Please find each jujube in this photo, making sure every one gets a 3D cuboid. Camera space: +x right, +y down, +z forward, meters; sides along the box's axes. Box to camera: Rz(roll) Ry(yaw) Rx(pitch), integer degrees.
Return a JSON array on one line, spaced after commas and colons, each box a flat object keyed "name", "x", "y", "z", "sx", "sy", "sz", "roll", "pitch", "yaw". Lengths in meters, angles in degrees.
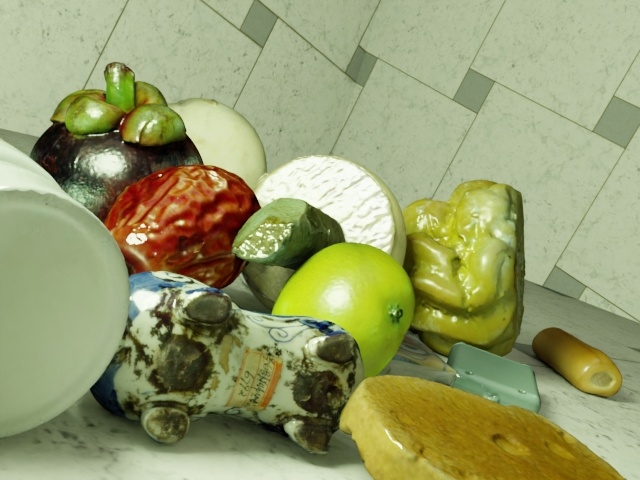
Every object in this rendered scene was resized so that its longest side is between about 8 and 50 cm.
[{"name": "jujube", "x": -0.192, "y": -0.005, "z": 1.136, "sx": 0.197, "sy": 0.197, "sz": 0.290, "roll": 19, "pitch": 26, "yaw": 17}]

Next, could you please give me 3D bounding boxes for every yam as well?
[{"name": "yam", "x": -0.044, "y": -0.008, "z": 1.111, "sx": 0.106, "sy": 0.106, "sz": 0.259, "roll": 19, "pitch": -1, "yaw": 17}]

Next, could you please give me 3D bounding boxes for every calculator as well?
[{"name": "calculator", "x": 0.251, "y": 0.205, "z": 1.210, "sx": 0.141, "sy": 0.045, "sz": 0.246, "roll": 18, "pitch": 7, "yaw": 9}]

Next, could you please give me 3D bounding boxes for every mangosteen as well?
[{"name": "mangosteen", "x": -0.324, "y": -0.114, "z": 1.339, "sx": 0.300, "sy": 0.300, "sz": 0.300, "roll": 17, "pitch": 7, "yaw": -2}]

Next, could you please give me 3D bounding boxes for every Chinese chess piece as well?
[{"name": "Chinese chess piece", "x": 0.000, "y": 0.000, "z": 1.287, "sx": 0.270, "sy": 0.270, "sz": 0.112, "roll": 19, "pitch": -7, "yaw": 16}]

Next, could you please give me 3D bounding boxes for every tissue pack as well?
[{"name": "tissue pack", "x": 0.103, "y": 0.164, "z": 1.109, "sx": 0.108, "sy": 0.060, "sz": 0.148, "roll": 16, "pitch": 7, "yaw": -17}]

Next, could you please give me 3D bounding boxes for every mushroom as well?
[{"name": "mushroom", "x": -0.262, "y": -0.126, "z": 1.757, "sx": 0.314, "sy": 0.315, "sz": 0.336, "roll": 17, "pitch": -18, "yaw": -3}]

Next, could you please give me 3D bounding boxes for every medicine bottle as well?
[{"name": "medicine bottle", "x": -0.328, "y": 0.002, "z": 0.704, "sx": 0.211, "sy": 0.211, "sz": 0.371, "roll": 11, "pitch": 9, "yaw": -41}]

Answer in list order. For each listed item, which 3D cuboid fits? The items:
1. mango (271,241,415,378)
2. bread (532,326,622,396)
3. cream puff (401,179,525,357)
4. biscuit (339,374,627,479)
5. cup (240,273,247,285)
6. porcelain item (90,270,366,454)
[{"name": "mango", "x": 0.023, "y": 0.085, "z": 1.036, "sx": 0.149, "sy": 0.185, "sz": 0.273, "roll": 39, "pitch": 3, "yaw": -10}, {"name": "bread", "x": 0.474, "y": 0.220, "z": 1.535, "sx": 0.092, "sy": 0.074, "sz": 0.239, "roll": 11, "pitch": 7, "yaw": -10}, {"name": "cream puff", "x": 0.228, "y": 0.046, "z": 1.436, "sx": 0.257, "sy": 0.325, "sz": 0.291, "roll": 3, "pitch": -32, "yaw": 14}, {"name": "biscuit", "x": 0.180, "y": 0.226, "z": 0.739, "sx": 0.343, "sy": 0.057, "sz": 0.287, "roll": 19, "pitch": 14, "yaw": -36}, {"name": "cup", "x": -0.001, "y": 0.021, "z": 1.465, "sx": 0.241, "sy": 0.186, "sz": 0.226, "roll": 2, "pitch": -12, "yaw": 44}, {"name": "porcelain item", "x": -0.092, "y": 0.107, "z": 0.788, "sx": 0.288, "sy": 0.138, "sz": 0.186, "roll": 15, "pitch": 3, "yaw": -30}]
